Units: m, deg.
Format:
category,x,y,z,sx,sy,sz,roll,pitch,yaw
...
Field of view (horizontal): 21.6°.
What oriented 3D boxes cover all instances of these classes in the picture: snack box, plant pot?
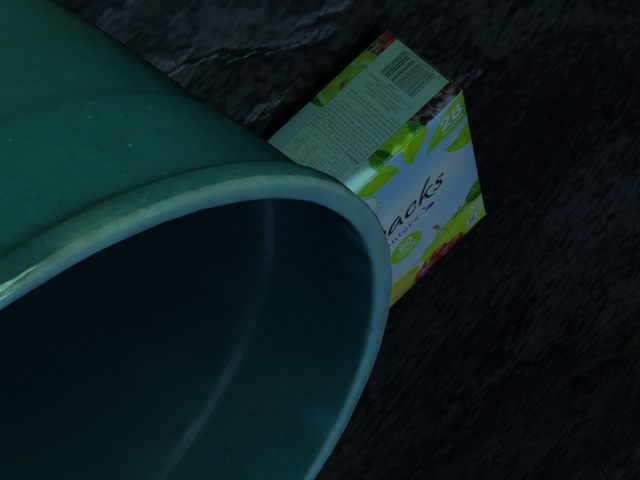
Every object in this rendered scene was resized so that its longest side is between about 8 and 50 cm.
category,x,y,z,sx,sy,sz,roll,pitch,yaw
snack box,0.000,0.000,1.003,0.207,0.070,0.174,-45,156,-11
plant pot,-0.161,0.016,0.524,0.272,0.255,0.271,-38,153,-23
